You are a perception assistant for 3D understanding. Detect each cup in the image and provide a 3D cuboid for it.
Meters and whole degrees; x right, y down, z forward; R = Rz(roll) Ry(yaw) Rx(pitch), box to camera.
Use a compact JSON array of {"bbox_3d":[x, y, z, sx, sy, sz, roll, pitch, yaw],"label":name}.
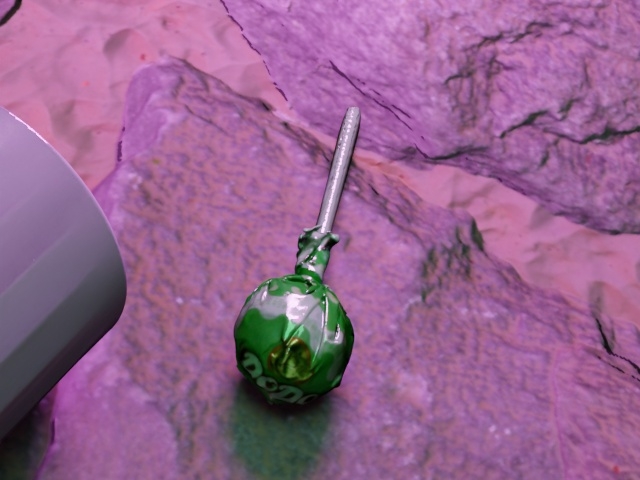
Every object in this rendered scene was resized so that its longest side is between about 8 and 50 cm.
[{"bbox_3d":[-0.352,0.067,1.343,0.323,0.237,0.327,14,46,35],"label":"cup"}]

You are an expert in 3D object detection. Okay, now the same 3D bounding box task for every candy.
[{"bbox_3d":[-0.002,-0.001,1.567,0.097,0.097,0.323,16,44,-2],"label":"candy"}]
